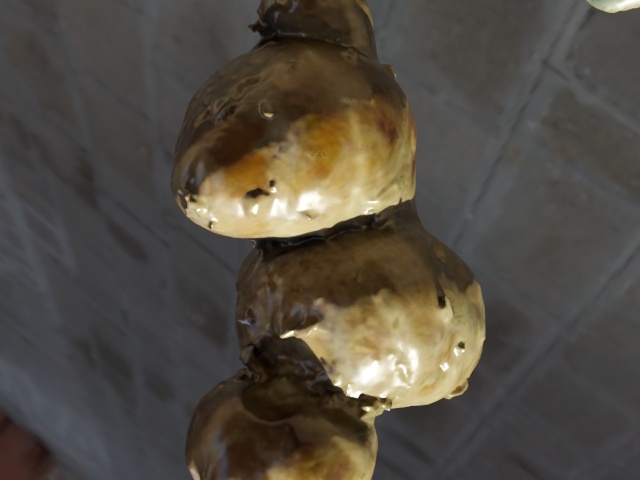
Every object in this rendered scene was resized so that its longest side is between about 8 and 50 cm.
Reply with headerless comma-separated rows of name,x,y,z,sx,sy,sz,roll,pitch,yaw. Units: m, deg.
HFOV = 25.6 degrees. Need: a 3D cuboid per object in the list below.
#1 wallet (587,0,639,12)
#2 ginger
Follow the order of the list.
wallet,0.119,-0.276,0.618,0.360,0.252,0.083,62,171,24
ginger,0.000,0.000,0.978,0.176,0.256,0.375,1,101,47
